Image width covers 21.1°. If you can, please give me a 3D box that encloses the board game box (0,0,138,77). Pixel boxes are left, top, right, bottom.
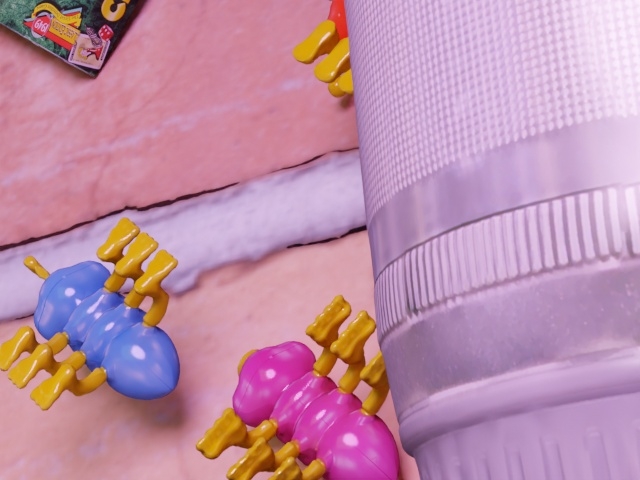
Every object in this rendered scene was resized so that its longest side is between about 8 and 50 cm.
[{"bbox_3d":[-0.181,-0.200,1.008,0.260,0.030,0.136,30,95,41],"label":"board game box"}]

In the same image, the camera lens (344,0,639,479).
[{"bbox_3d":[0.121,-0.044,0.575,0.219,0.219,0.274,-12,74,26],"label":"camera lens"}]

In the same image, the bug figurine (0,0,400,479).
[{"bbox_3d":[0.000,0.000,0.758,0.279,0.072,0.216,-44,54,-5],"label":"bug figurine"}]
